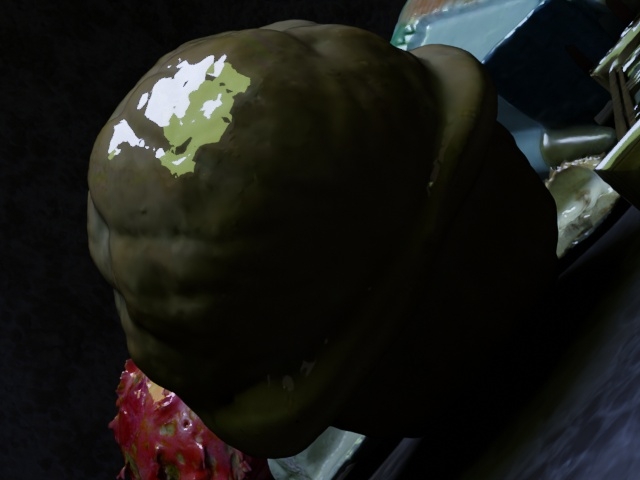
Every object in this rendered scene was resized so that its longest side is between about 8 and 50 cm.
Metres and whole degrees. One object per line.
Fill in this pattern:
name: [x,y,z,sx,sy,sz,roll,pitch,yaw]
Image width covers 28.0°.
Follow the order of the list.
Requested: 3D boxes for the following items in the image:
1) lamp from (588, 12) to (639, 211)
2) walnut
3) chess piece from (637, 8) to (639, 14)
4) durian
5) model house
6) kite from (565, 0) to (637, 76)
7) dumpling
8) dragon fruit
lamp: [0.177,-0.062,0.559,0.089,0.090,0.325,-50,-1,17]
walnut: [0.002,-0.004,0.793,0.285,0.296,0.285,-46,24,28]
chess piece: [0.275,-0.356,1.338,0.182,0.330,0.182,-48,0,0]
durian: [0.182,-0.015,0.895,0.130,0.052,0.066,-54,35,44]
model house: [0.223,-0.186,1.129,0.325,0.194,0.267,-6,54,62]
kite: [0.212,-0.109,0.800,0.127,0.016,0.229,-51,-28,18]
dumpling: [0.017,0.126,1.006,0.169,0.100,0.134,-51,13,-17]
dragon fruit: [-0.136,0.236,1.516,0.268,0.210,0.205,-123,41,-50]
